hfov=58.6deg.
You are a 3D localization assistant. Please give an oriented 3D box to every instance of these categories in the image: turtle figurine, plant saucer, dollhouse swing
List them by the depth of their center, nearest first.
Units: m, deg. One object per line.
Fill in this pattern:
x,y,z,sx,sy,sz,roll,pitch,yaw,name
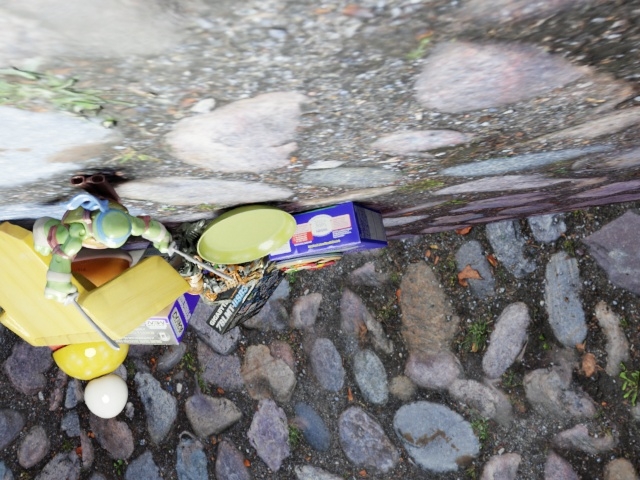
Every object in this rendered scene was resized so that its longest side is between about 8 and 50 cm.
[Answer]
-0.344,0.031,0.913,0.266,0.197,0.274,13,152,51,turtle figurine
-0.555,0.058,1.273,0.347,0.304,0.315,-11,-161,36,dollhouse swing
-0.177,-0.019,1.360,0.241,0.037,0.241,-16,155,-8,plant saucer

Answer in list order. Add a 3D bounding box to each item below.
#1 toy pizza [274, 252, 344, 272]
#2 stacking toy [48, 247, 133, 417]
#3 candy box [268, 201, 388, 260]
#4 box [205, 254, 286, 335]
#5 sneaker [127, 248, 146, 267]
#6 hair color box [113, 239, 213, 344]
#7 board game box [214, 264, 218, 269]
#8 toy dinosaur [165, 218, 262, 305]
-0.031,0.066,1.617,0.202,0.032,0.201,-9,175,-1,toy pizza
-0.677,0.280,1.651,0.351,0.479,0.350,-17,169,-3,stacking toy
0.025,-0.018,1.648,0.268,0.122,0.317,-11,174,19,candy box
-0.191,0.128,1.751,0.293,0.073,0.295,-56,170,16,box
-0.612,0.118,1.969,0.293,0.169,0.108,-8,178,16,sneaker
-0.438,0.134,1.590,0.185,0.110,0.338,-2,-143,11,hair color box
-0.330,0.081,1.913,0.242,0.064,0.316,24,-177,14,board game box
-0.317,0.064,1.469,0.322,0.218,0.164,-4,175,-31,toy dinosaur
